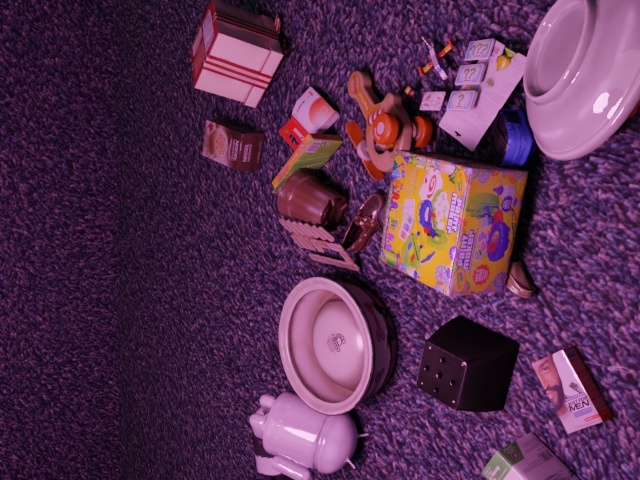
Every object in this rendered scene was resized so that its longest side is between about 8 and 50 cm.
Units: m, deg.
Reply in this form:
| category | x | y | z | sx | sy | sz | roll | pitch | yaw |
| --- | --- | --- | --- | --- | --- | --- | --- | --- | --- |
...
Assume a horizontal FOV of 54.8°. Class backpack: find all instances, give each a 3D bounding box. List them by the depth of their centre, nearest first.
| category | x | y | z | sx | sy | sz | roll | pitch | yaw |
| --- | --- | --- | --- | --- | --- | --- | --- | --- | --- |
| backpack | 0.435 | -0.226 | 1.377 | 0.097 | 0.101 | 0.120 | 90 | -177 | -48 |

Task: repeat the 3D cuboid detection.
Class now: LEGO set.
| category | x | y | z | sx | sy | sz | roll | pitch | yaw |
| --- | --- | --- | --- | --- | --- | --- | --- | --- | --- |
| LEGO set | 0.300 | -0.415 | 1.532 | 0.244 | 0.060 | 0.182 | 19 | 91 | 55 |

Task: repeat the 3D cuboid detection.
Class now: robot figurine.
| category | x | y | z | sx | sy | sz | roll | pitch | yaw |
| --- | --- | --- | --- | --- | --- | --- | --- | --- | --- |
| robot figurine | -0.038 | 0.591 | 1.901 | 0.354 | 0.299 | 0.199 | 13 | 144 | 18 |
| robot figurine | -0.140 | 0.693 | 2.106 | 0.209 | 0.173 | 0.277 | -9 | 87 | 10 |

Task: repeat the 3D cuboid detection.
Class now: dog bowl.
| category | x | y | z | sx | sy | sz | roll | pitch | yaw |
| --- | --- | --- | --- | --- | --- | --- | --- | --- | --- |
| dog bowl | 0.055 | 0.306 | 1.849 | 0.408 | 0.151 | 0.407 | 2 | 93 | 48 |

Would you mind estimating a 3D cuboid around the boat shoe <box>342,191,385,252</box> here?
| category | x | y | z | sx | sy | sz | roll | pitch | yaw |
| --- | --- | --- | --- | --- | --- | --- | --- | --- | --- |
| boat shoe | 0.127 | -0.049 | 1.795 | 0.073 | 0.073 | 0.206 | 45 | 124 | 37 |

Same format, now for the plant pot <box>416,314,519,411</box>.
| category | x | y | z | sx | sy | sz | roll | pitch | yaw |
| --- | --- | --- | --- | --- | --- | --- | --- | --- | --- |
| plant pot | 0.345 | 0.313 | 1.516 | 0.188 | 0.167 | 0.187 | 25 | 111 | 44 |

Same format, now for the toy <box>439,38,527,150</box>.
| category | x | y | z | sx | sy | sz | roll | pitch | yaw |
| --- | --- | --- | --- | --- | --- | --- | --- | --- | --- |
| toy | 0.397 | -0.341 | 1.468 | 0.137 | 0.056 | 0.237 | 52 | 124 | 42 |

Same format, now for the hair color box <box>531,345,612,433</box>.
| category | x | y | z | sx | sy | sz | roll | pitch | yaw |
| --- | --- | --- | --- | --- | --- | --- | --- | --- | --- |
| hair color box | 0.554 | 0.330 | 1.366 | 0.093 | 0.054 | 0.167 | -43 | 61 | 43 |

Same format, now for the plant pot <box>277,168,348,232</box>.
| category | x | y | z | sx | sy | sz | roll | pitch | yaw |
| --- | --- | --- | --- | --- | --- | --- | --- | --- | --- |
| plant pot | -0.015 | -0.114 | 1.894 | 0.165 | 0.167 | 0.166 | 30 | 116 | 34 |

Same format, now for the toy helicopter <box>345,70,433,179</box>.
| category | x | y | z | sx | sy | sz | roll | pitch | yaw |
| --- | --- | --- | --- | --- | --- | --- | --- | --- | --- |
| toy helicopter | 0.151 | -0.332 | 1.725 | 0.235 | 0.140 | 0.354 | -61 | 41 | 44 |

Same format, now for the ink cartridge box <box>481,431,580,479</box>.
| category | x | y | z | sx | sy | sz | roll | pitch | yaw |
| --- | --- | --- | --- | --- | --- | --- | --- | --- | --- |
| ink cartridge box | 0.494 | 0.554 | 1.383 | 0.208 | 0.153 | 0.086 | 46 | 127 | 37 |

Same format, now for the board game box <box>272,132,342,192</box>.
| category | x | y | z | sx | sy | sz | roll | pitch | yaw |
| --- | --- | --- | --- | --- | --- | --- | --- | --- | --- |
| board game box | -0.049 | -0.236 | 1.934 | 0.259 | 0.124 | 0.039 | -50 | 57 | 39 |

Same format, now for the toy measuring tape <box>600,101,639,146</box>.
| category | x | y | z | sx | sy | sz | roll | pitch | yaw |
| --- | --- | --- | --- | --- | --- | --- | --- | --- | --- |
| toy measuring tape | 0.582 | -0.345 | 1.211 | 0.121 | 0.122 | 0.329 | 22 | 109 | 45 |

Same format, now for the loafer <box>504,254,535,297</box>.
| category | x | y | z | sx | sy | sz | roll | pitch | yaw |
| --- | --- | --- | --- | --- | --- | --- | --- | --- | --- |
| loafer | 0.453 | 0.072 | 1.450 | 0.148 | 0.056 | 0.050 | 55 | 137 | 30 |

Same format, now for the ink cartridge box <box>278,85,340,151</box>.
| category | x | y | z | sx | sy | sz | roll | pitch | yaw |
| --- | --- | --- | --- | --- | --- | --- | --- | --- | --- |
| ink cartridge box | -0.046 | -0.373 | 1.925 | 0.179 | 0.045 | 0.145 | -44 | 57 | 9 |

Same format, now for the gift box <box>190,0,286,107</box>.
| category | x | y | z | sx | sy | sz | roll | pitch | yaw |
| --- | --- | --- | --- | --- | --- | --- | --- | --- | --- |
| gift box | -0.267 | -0.635 | 2.049 | 0.255 | 0.258 | 0.276 | -49 | 39 | 42 |

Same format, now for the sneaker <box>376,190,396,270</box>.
| category | x | y | z | sx | sy | sz | roll | pitch | yaw |
| --- | --- | --- | --- | --- | --- | --- | --- | --- | --- |
| sneaker | 0.203 | -0.035 | 1.711 | 0.106 | 0.078 | 0.234 | 13 | 100 | 50 |

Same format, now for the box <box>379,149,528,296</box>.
| category | x | y | z | sx | sy | sz | roll | pitch | yaw |
| --- | --- | --- | --- | --- | --- | --- | --- | --- | --- |
| box | 0.305 | -0.051 | 1.475 | 0.279 | 0.177 | 0.289 | 31 | 117 | 57 |

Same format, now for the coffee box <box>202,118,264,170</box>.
| category | x | y | z | sx | sy | sz | roll | pitch | yaw |
| --- | --- | --- | --- | --- | --- | --- | --- | --- | --- |
| coffee box | -0.321 | -0.349 | 2.249 | 0.247 | 0.098 | 0.141 | 26 | 113 | 44 |

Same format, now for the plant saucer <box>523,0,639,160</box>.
| category | x | y | z | sx | sy | sz | roll | pitch | yaw |
| --- | --- | --- | --- | --- | --- | --- | --- | --- | --- |
| plant saucer | 0.486 | -0.357 | 1.177 | 0.400 | 0.101 | 0.399 | -167 | 90 | -80 |

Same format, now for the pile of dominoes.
| category | x | y | z | sx | sy | sz | roll | pitch | yaw |
| --- | --- | --- | --- | --- | --- | --- | --- | --- | --- |
| pile of dominoes | 0.000 | 0.000 | 1.898 | 0.251 | 0.040 | 0.196 | 12 | 147 | 50 |
